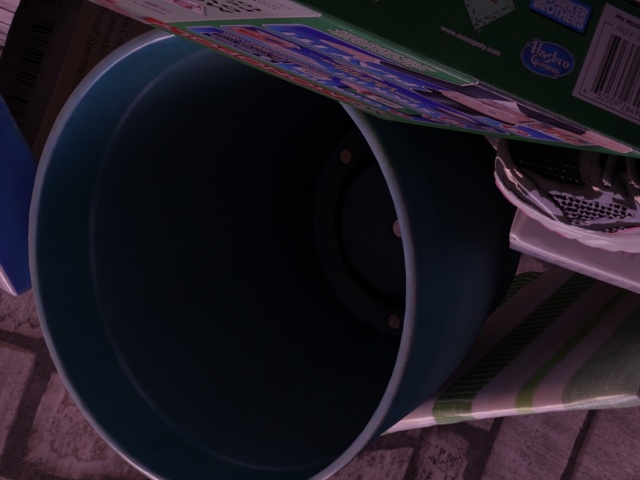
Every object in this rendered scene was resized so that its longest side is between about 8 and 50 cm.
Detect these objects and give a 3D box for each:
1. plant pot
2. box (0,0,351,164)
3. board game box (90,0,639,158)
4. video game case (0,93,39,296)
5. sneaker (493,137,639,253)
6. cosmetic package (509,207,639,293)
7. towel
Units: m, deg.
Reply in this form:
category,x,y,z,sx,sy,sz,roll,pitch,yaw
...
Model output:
category,x,y,z,sx,sy,sz,roll,pitch,yaw
plant pot,0.000,0.000,0.738,0.271,0.272,0.255,21,-162,29
box,-0.095,-0.088,0.907,0.311,0.148,0.121,16,-177,-38
board game box,-0.057,-0.108,0.401,0.317,0.046,0.213,19,-177,-24
video game case,-0.288,-0.113,0.771,0.244,0.061,0.269,20,139,51
sneaker,0.161,-0.029,0.462,0.178,0.072,0.077,12,168,12
cosmetic package,0.219,0.004,0.582,0.231,0.085,0.117,21,-177,10
towel,0.145,0.074,0.813,0.325,0.038,0.248,-17,-169,47
